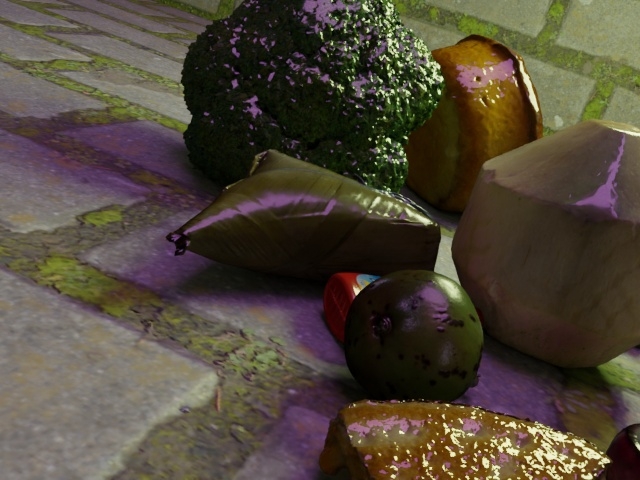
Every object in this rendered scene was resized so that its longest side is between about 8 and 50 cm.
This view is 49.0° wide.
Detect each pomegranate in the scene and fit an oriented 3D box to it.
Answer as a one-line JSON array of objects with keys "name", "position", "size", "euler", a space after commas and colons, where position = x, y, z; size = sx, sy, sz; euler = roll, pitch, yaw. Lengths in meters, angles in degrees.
[{"name": "pomegranate", "position": [0.084, 0.084, 0.567], "size": [0.114, 0.114, 0.142], "euler": [37, 2, 43]}]

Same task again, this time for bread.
[{"name": "bread", "position": [0.239, -0.188, 1.175], "size": [0.172, 0.312, 0.312], "euler": [-9, 29, -20]}]

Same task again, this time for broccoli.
[{"name": "broccoli", "position": [-0.020, -0.204, 0.977], "size": [0.321, 0.310, 0.413], "euler": [13, 52, -37]}]

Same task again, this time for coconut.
[{"name": "coconut", "position": [0.269, -0.007, 0.743], "size": [0.259, 0.259, 0.259], "euler": [16, 20, -6]}]

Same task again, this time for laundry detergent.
[{"name": "laundry detergent", "position": [0.088, 0.073, 0.669], "size": [0.165, 0.049, 0.097], "euler": [9, 32, -25]}]

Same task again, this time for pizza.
[{"name": "pizza", "position": [0.083, 0.170, 0.396], "size": [0.188, 0.062, 0.199], "euler": [8, 24, 9]}]

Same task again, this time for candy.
[{"name": "candy", "position": [0.271, 0.183, 0.538], "size": [0.103, 0.043, 0.103], "euler": [16, 19, -6]}]

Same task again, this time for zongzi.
[{"name": "zongzi", "position": [0.000, 0.000, 0.684], "size": [0.228, 0.115, 0.256], "euler": [21, 18, 9]}]

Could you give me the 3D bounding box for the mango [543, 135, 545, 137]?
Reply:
[{"name": "mango", "position": [0.433, -0.147, 1.418], "size": [0.331, 0.142, 0.195], "euler": [21, 25, -11]}]
